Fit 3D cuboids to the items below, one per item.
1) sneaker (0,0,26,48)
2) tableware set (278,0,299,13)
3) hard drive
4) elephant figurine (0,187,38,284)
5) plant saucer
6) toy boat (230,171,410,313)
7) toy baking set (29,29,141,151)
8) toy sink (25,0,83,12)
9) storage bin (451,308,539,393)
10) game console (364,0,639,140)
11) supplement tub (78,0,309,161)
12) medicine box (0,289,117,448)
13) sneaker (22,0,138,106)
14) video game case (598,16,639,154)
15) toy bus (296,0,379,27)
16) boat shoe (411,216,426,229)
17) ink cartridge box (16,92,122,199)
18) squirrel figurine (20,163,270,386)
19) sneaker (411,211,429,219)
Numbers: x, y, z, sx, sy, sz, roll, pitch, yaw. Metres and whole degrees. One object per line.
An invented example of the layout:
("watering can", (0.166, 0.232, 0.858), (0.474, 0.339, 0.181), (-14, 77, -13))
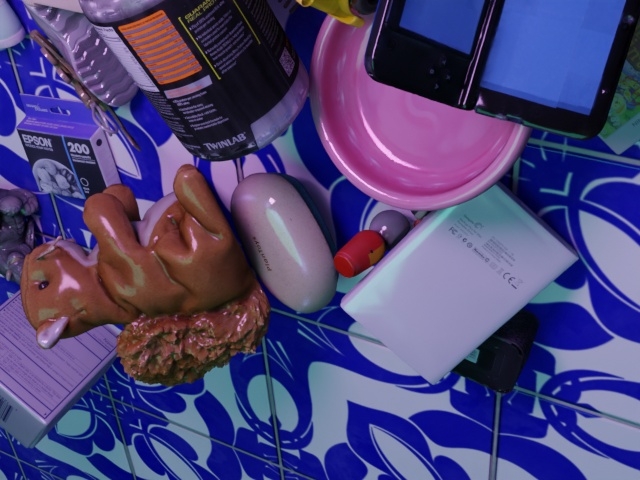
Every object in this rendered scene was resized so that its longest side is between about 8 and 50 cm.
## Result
("sneaker", (-0.669, -0.432, 1.678), (0.255, 0.094, 0.151), (4, 133, 20))
("tableware set", (-0.038, -0.402, 1.312), (0.104, 0.024, 0.154), (42, 141, -6))
("hard drive", (0.207, 0.059, 1.407), (0.203, 0.040, 0.307), (41, 113, -9))
("elephant figurine", (-0.678, 0.015, 1.998), (0.169, 0.186, 0.240), (-5, 115, 11))
("plant saucer", (0.142, -0.208, 1.239), (0.332, 0.084, 0.332), (8, 105, 31))
("toy boat", (0.000, 0.000, 1.544), (0.318, 0.148, 0.268), (5, 123, 47))
("toy baking set", (-0.414, -0.256, 1.606), (0.256, 0.030, 0.197), (49, -177, -28))
("toy sink", (-0.382, -0.443, 1.429), (0.234, 0.153, 0.131), (16, 132, 23))
("storage bin", (0.255, 0.159, 1.527), (0.180, 0.084, 0.122), (23, 134, 19))
("game console", (0.220, -0.287, 1.035), (0.173, 0.250, 0.293), (23, 100, 48))
("supplement tub", (-0.172, -0.283, 1.202), (0.207, 0.207, 0.338), (1, 141, 34))
("medicine box", (-0.644, 0.268, 2.095), (0.263, 0.289, 0.149), (40, 135, 0))
("sneaker", (-0.411, -0.358, 1.585), (0.281, 0.105, 0.115), (56, 171, -23))
("video game case", (0.374, -0.234, 1.165), (0.212, 0.023, 0.193), (43, 137, -3))
("toy bus", (0.009, -0.391, 1.118), (0.149, 0.211, 0.220), (45, 117, 26))
("boat shoe", (0.206, 0.008, 1.467), (0.137, 0.049, 0.043), (44, 135, 3))
("ink cartridge box", (-0.498, -0.178, 1.807), (0.206, 0.045, 0.208), (10, 128, 29))
("squirrel figurine", (-0.302, 0.097, 1.581), (0.397, 0.370, 0.281), (63, 174, -16))
("sneaker", (0.161, -0.136, 1.368), (0.118, 0.083, 0.222), (41, 137, 16))
